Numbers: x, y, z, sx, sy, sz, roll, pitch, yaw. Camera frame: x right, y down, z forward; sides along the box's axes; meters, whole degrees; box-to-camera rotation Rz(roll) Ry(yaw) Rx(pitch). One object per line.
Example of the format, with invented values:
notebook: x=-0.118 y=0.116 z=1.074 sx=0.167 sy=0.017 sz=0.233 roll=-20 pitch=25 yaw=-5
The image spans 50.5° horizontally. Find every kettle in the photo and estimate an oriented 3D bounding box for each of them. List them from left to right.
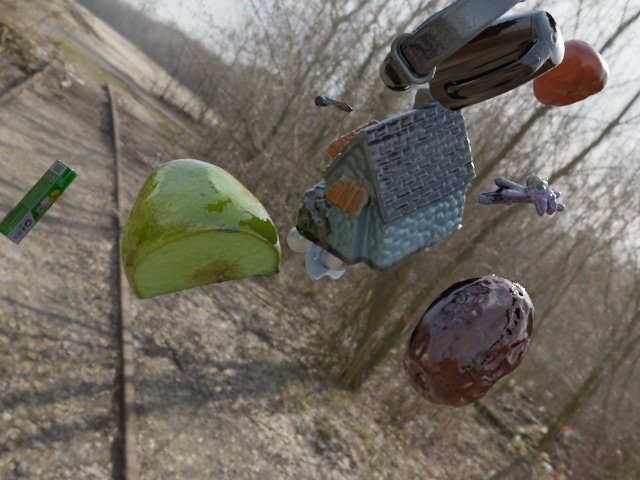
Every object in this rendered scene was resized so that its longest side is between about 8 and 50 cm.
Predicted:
kettle: x=0.314 y=-0.330 z=1.243 sx=0.232 sy=0.202 sz=0.144 roll=-12 pitch=-65 yaw=47

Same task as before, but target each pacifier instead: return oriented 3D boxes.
pacifier: x=0.000 y=0.000 z=2.158 sx=0.233 sy=0.244 sz=0.299 roll=11 pitch=2 yaw=28

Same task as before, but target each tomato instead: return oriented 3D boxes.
tomato: x=0.817 y=-0.552 z=2.242 sx=0.260 sy=0.260 sz=0.180 roll=29 pitch=48 yaw=-65

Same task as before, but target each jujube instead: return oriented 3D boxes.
jujube: x=0.248 y=0.161 z=1.129 sx=0.183 sy=0.243 sz=0.183 roll=46 pitch=-23 yaw=26

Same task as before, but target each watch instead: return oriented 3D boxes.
watch: x=0.167 y=-0.275 z=0.892 sx=0.068 sy=0.206 sz=0.193 roll=52 pitch=-21 yaw=-8

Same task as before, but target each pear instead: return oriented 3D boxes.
pear: x=-0.280 y=-0.060 z=1.519 sx=0.238 sy=0.342 sz=0.318 roll=87 pitch=-12 yaw=-49

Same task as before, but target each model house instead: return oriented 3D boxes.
model house: x=0.143 y=-0.169 z=1.511 sx=0.360 sy=0.339 sz=0.297 roll=-24 pitch=48 yaw=-35

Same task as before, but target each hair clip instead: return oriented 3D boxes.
hair clip: x=0.612 y=-0.129 z=2.004 sx=0.278 sy=0.090 sz=0.137 roll=1 pitch=59 yaw=-16

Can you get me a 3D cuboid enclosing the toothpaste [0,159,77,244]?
toothpaste: x=-0.547 y=-0.076 z=1.312 sx=0.043 sy=0.178 sz=0.037 roll=28 pitch=-17 yaw=27

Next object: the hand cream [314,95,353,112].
hand cream: x=0.041 y=-0.447 z=2.228 sx=0.062 sy=0.039 sz=0.163 roll=4 pitch=3 yaw=36
